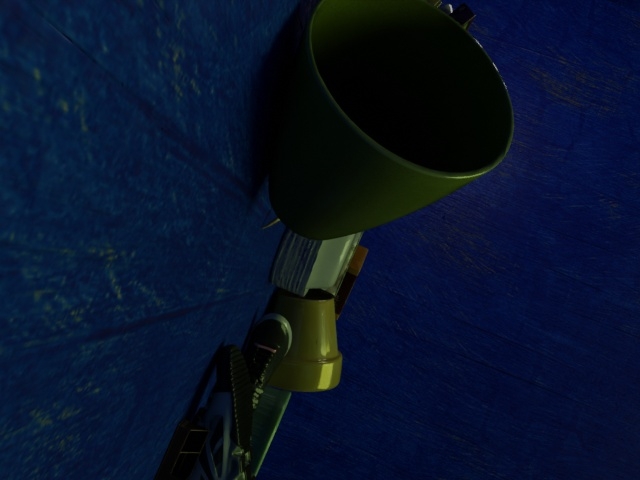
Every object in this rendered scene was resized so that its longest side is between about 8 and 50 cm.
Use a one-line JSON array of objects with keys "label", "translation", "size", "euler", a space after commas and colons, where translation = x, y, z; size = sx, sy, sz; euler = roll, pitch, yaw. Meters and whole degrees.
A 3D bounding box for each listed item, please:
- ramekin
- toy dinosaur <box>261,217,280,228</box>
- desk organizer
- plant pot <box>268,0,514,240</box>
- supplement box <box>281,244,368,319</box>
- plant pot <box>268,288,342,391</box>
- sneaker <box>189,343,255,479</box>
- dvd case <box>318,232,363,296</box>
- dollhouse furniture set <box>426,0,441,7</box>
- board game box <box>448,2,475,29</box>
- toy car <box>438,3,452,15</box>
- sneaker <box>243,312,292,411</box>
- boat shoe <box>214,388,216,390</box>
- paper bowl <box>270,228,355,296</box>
[{"label": "ramekin", "translation": [-0.218, 0.585, 2.006], "size": [0.303, 0.148, 0.303], "euler": [23, 90, -86]}, {"label": "toy dinosaur", "translation": [-0.035, -0.080, 1.173], "size": [0.211, 0.064, 0.112], "euler": [-53, 167, -75]}, {"label": "desk organizer", "translation": [-0.244, 0.383, 1.120], "size": [0.047, 0.050, 0.130], "euler": [49, 64, -86]}, {"label": "plant pot", "translation": [0.047, -0.122, 0.845], "size": [0.293, 0.275, 0.274], "euler": [-47, -166, 51]}, {"label": "supplement box", "translation": [0.010, 0.093, 1.907], "size": [0.129, 0.191, 0.194], "euler": [-62, 175, -57]}, {"label": "plant pot", "translation": [-0.058, 0.265, 1.793], "size": [0.254, 0.254, 0.239], "euler": [-41, 138, -82]}, {"label": "sneaker", "translation": [-0.202, 0.359, 1.196], "size": [0.122, 0.146, 0.330], "euler": [36, 53, -77]}, {"label": "dvd case", "translation": [0.019, 0.006, 1.750], "size": [0.022, 0.180, 0.253], "euler": [12, -103, 60]}, {"label": "dollhouse furniture set", "translation": [0.186, -0.547, 1.253], "size": [0.242, 0.161, 0.212], "euler": [-45, 177, 4]}, {"label": "board game box", "translation": [0.215, -0.424, 1.585], "size": [0.347, 0.056, 0.208], "euler": [-39, 174, 5]}, {"label": "toy car", "translation": [0.237, -0.578, 1.617], "size": [0.136, 0.159, 0.182], "euler": [-29, 179, 1]}, {"label": "sneaker", "translation": [-0.153, 0.315, 1.572], "size": [0.147, 0.105, 0.295], "euler": [-71, -175, -55]}, {"label": "boat shoe", "translation": [-0.197, 0.395, 1.475], "size": [0.302, 0.109, 0.094], "euler": [104, 8, -53]}, {"label": "paper bowl", "translation": [0.000, 0.000, 1.549], "size": [0.284, 0.148, 0.284], "euler": [23, 90, -85]}]
